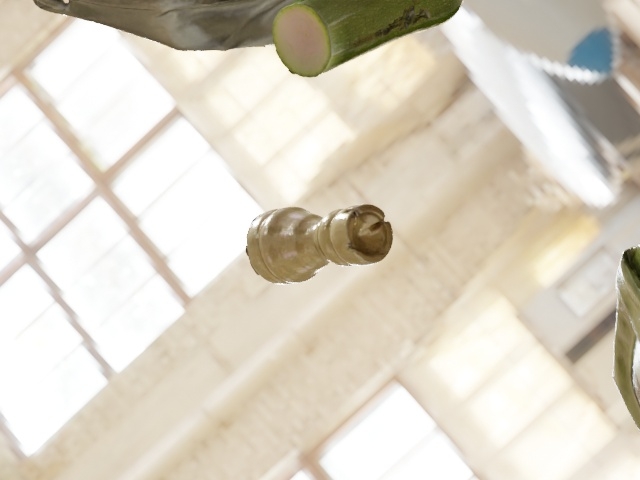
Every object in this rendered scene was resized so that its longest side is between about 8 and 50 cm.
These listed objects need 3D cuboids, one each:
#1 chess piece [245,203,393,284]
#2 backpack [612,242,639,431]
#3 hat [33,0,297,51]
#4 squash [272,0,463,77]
[{"bbox_3d":[0.000,0.000,1.412,0.066,0.066,0.122,45,151,-24],"label":"chess piece"},{"bbox_3d":[0.252,0.056,0.981,0.253,0.140,0.207,84,166,-49],"label":"backpack"},{"bbox_3d":[-0.061,-0.225,0.883,0.149,0.244,0.214,-18,-118,-46],"label":"hat"},{"bbox_3d":[0.021,-0.079,0.603,0.027,0.027,0.083,48,-135,13],"label":"squash"}]
